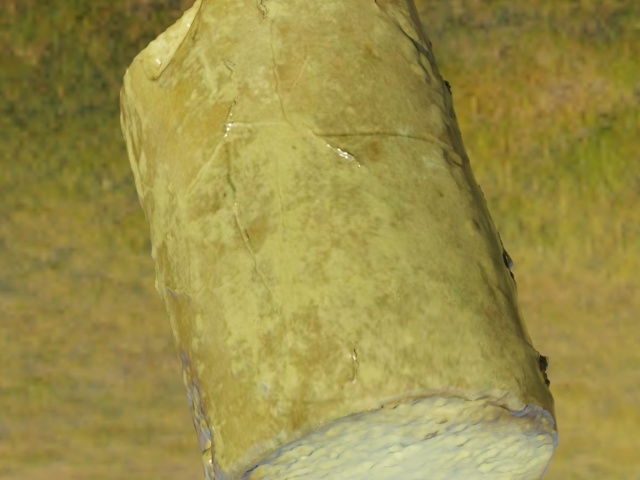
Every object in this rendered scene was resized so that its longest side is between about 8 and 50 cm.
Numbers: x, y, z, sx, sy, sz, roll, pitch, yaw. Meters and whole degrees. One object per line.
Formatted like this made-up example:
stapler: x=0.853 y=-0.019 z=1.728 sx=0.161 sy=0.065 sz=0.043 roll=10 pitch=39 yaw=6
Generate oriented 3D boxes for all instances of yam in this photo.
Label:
yam: x=0.000 y=0.000 z=0.662 sx=0.161 sy=0.268 sz=0.161 roll=-13 pitch=156 yaw=-6
